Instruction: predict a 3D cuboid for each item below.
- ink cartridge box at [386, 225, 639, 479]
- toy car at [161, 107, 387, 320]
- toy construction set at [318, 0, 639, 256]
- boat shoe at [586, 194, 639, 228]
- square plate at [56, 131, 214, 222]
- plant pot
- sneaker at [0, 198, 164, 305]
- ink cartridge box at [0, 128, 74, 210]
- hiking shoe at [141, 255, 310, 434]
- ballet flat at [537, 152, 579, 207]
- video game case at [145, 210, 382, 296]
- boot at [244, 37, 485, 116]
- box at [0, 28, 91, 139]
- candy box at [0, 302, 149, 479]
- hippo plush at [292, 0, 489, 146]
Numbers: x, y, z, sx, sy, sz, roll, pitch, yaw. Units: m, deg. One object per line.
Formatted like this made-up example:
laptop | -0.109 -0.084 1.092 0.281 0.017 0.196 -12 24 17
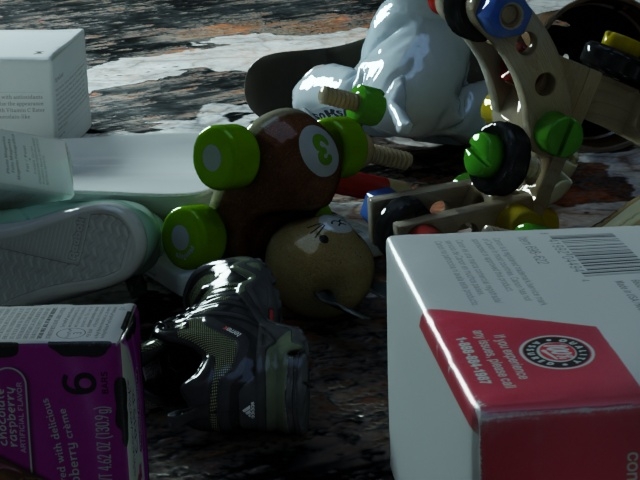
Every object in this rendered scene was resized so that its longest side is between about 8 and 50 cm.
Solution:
ink cartridge box | 0.245 0.100 1.003 0.384 0.160 0.279 -3 17 -6
toy car | 0.000 0.000 1.422 0.155 0.149 0.188 -8 40 -46
toy construction set | 0.157 -0.076 1.558 0.237 0.258 0.309 11 -13 -31
boat shoe | 0.226 0.037 1.352 0.302 0.109 0.098 -15 61 -40
square plate | -0.191 -0.055 1.692 0.344 0.049 0.347 1 12 22
plant pot | 0.280 -0.186 1.988 0.167 0.167 0.165 -5 8 -12
sneaker | -0.247 0.021 1.462 0.255 0.094 0.151 -8 0 10
ink cartridge box | -0.337 -0.038 1.433 0.189 0.066 0.232 -22 -20 29
hiking shoe | -0.082 0.068 1.267 0.114 0.086 0.227 -3 17 -16
ballet flat | 0.213 -0.071 1.769 0.073 0.080 0.232 31 26 7
video game case | -0.074 0.000 1.609 0.201 0.023 0.183 -12 20 -28
boot | 0.074 -0.183 2.082 0.305 0.112 0.115 3 6 21
box | -0.361 -0.162 2.008 0.180 0.119 0.182 1 17 6
candy box | -0.213 0.120 0.982 0.233 0.159 0.071 -1 15 3
hippo plush | 0.085 -0.224 1.868 0.234 0.237 0.294 9 3 35
